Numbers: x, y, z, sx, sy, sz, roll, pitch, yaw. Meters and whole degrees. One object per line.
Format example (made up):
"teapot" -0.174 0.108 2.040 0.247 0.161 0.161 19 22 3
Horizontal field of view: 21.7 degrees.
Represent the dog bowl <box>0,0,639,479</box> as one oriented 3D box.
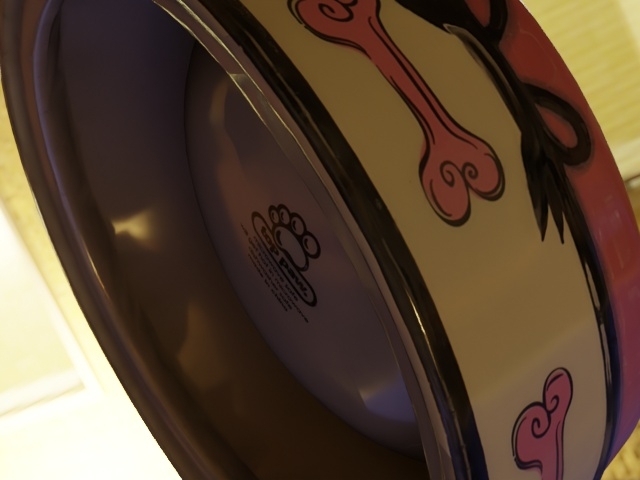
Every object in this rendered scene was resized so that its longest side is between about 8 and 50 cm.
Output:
"dog bowl" 0.000 0.000 0.847 0.150 0.408 0.408 -28 -169 -24
